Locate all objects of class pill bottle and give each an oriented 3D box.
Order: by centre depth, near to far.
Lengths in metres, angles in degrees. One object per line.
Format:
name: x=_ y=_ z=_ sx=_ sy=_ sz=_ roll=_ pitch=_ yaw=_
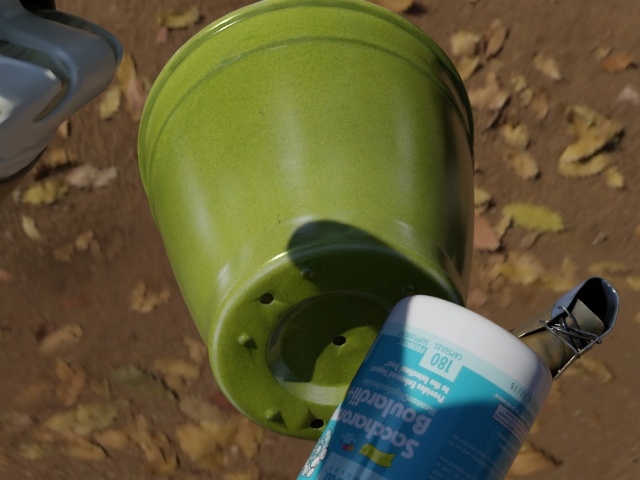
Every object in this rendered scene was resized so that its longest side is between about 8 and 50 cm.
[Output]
pill bottle: x=0.066 y=0.187 z=1.180 sx=0.146 sy=0.146 sz=0.264 roll=29 pitch=76 yaw=5

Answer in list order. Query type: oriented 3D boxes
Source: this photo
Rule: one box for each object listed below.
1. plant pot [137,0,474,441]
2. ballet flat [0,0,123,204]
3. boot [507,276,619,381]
plant pot: x=0.000 y=0.000 z=1.469 sx=0.366 sy=0.366 sz=0.353 roll=-3 pitch=35 yaw=-4
ballet flat: x=-0.146 y=-0.132 z=0.660 sx=0.124 sy=0.116 sz=0.342 roll=17 pitch=117 yaw=24
boot: x=0.201 y=0.091 z=1.354 sx=0.082 sy=0.219 sz=0.106 roll=44 pitch=117 yaw=10
